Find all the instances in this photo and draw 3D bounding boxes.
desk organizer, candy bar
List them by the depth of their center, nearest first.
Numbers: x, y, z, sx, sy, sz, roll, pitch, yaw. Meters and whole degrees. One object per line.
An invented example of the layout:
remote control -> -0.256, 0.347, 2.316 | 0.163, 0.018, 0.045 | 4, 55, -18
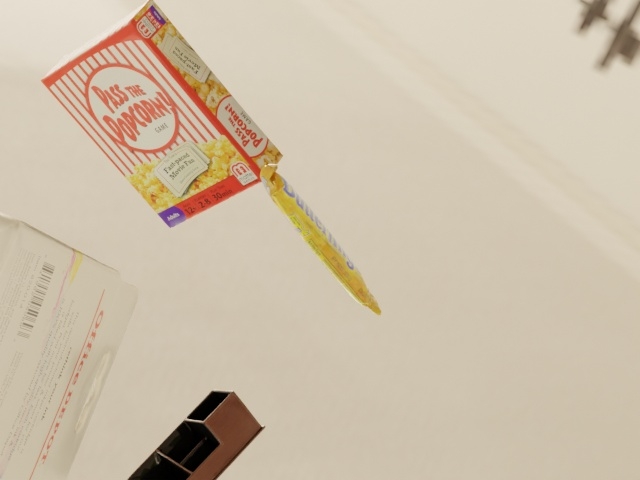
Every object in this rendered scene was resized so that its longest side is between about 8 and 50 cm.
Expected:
candy bar -> 0.000, 0.000, 1.479 | 0.161, 0.018, 0.040 | 52, -172, -36
desk organizer -> -0.119, 0.203, 1.832 | 0.050, 0.130, 0.047 | 53, 155, -19

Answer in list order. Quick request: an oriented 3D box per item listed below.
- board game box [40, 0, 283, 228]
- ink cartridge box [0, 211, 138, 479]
board game box -> -0.150, -0.116, 1.810 | 0.193, 0.147, 0.045 | 49, -134, -15
ink cartridge box -> -0.263, 0.086, 1.474 | 0.119, 0.207, 0.353 | 20, 175, 11
